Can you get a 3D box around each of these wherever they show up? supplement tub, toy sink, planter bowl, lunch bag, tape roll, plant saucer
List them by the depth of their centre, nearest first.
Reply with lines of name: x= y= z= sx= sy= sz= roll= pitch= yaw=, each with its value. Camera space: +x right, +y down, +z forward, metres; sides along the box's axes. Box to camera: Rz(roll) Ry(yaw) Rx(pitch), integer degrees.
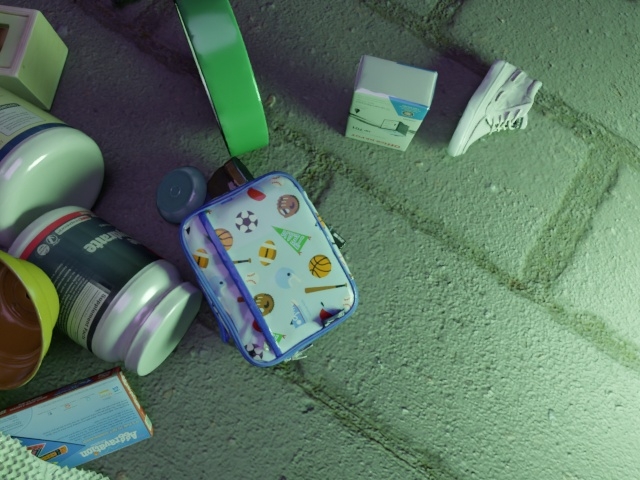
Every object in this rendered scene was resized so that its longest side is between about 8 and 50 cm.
planter bowl: x=-0.447 y=0.093 z=0.645 sx=0.217 sy=0.090 sz=0.217 roll=4 pitch=106 yaw=15
supplement tub: x=-0.362 y=0.083 z=0.771 sx=0.272 sy=0.191 sz=0.191 roll=31 pitch=76 yaw=5
lunch bag: x=-0.089 y=0.056 z=0.775 sx=0.243 sy=0.115 sz=0.304 roll=-29 pitch=92 yaw=-13
supplement tub: x=-0.588 y=-0.152 z=0.797 sx=0.324 sy=0.235 sz=0.235 roll=30 pitch=76 yaw=5
tape roll: x=-0.182 y=-0.315 z=0.813 sx=0.077 sy=0.321 sz=0.321 roll=-20 pitch=78 yaw=-9
plant saucer: x=-0.278 y=-0.093 z=0.884 sx=0.119 sy=0.021 sz=0.120 roll=-6 pitch=75 yaw=21
toy sink: x=-0.665 y=-0.373 z=0.902 sx=0.234 sy=0.131 sz=0.153 roll=8 pitch=75 yaw=0

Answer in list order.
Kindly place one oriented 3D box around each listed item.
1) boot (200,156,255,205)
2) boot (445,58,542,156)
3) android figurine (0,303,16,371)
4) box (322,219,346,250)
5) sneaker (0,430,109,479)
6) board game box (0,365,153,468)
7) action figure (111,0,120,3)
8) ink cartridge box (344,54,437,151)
boot: x=-0.150 y=-0.045 z=0.889 sx=0.106 sy=0.082 sz=0.219 roll=-32 pitch=83 yaw=12
boot: x=0.369 y=-0.261 z=0.943 sx=0.123 sy=0.095 sz=0.258 roll=30 pitch=75 yaw=12
android figurine: x=-0.578 y=0.209 z=0.716 sx=0.248 sy=0.056 sz=0.273 roll=-20 pitch=39 yaw=11
box: x=0.000 y=0.000 z=0.892 sx=0.083 sy=0.018 sz=0.067 roll=42 pitch=64 yaw=8
sneaker: x=-0.476 y=0.408 z=0.692 sx=0.293 sy=0.102 sz=0.146 roll=37 pitch=89 yaw=-20
board game box: x=-0.444 y=0.321 z=0.753 sx=0.281 sy=0.027 sz=0.145 roll=-19 pitch=112 yaw=-8
action figure: x=-0.372 y=-0.701 z=0.982 sx=0.330 sy=0.178 sz=0.342 roll=-1 pitch=78 yaw=-13
ink cartridge box: x=0.128 y=-0.260 z=0.883 sx=0.139 sy=0.191 sz=0.082 roll=14 pitch=77 yaw=1
